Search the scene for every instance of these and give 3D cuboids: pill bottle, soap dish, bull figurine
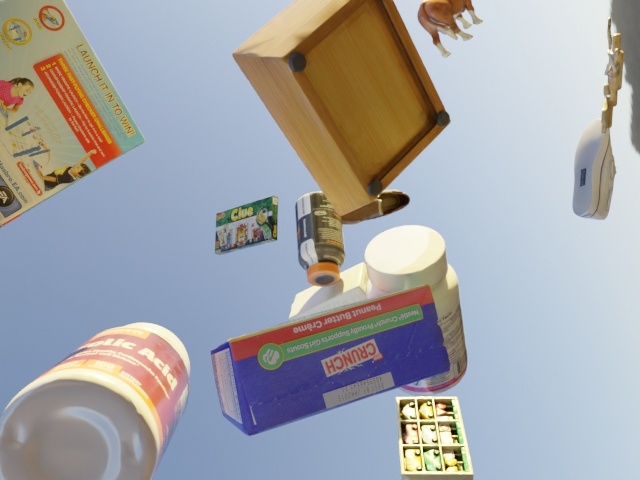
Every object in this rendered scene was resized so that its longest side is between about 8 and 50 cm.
[{"bbox_3d":[0.169,0.125,1.041,0.160,0.160,0.283,-58,-38,-45],"label":"pill bottle"},{"bbox_3d":[-0.342,0.271,0.979,0.392,0.223,0.224,-125,20,-84],"label":"pill bottle"},{"bbox_3d":[0.048,-0.210,0.838,0.229,0.118,0.291,-44,-59,-15],"label":"soap dish"},{"bbox_3d":[0.000,0.000,1.593,0.130,0.130,0.246,35,-140,-45],"label":"pill bottle"},{"bbox_3d":[0.371,-0.663,1.657,0.188,0.101,0.310,49,-123,-18],"label":"bull figurine"}]

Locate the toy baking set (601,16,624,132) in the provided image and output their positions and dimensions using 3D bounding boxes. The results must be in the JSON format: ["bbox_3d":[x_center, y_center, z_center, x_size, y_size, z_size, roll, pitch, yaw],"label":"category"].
[{"bbox_3d":[0.610,-0.344,1.225,0.197,0.030,0.256,-49,-44,-49],"label":"toy baking set"}]

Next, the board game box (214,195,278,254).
[{"bbox_3d":[-0.228,-0.043,1.789,0.030,0.259,0.136,19,-115,-46],"label":"board game box"}]

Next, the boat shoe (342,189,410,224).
[{"bbox_3d":[0.156,-0.108,1.785,0.257,0.095,0.095,-18,-78,-22],"label":"boat shoe"}]

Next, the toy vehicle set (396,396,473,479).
[{"bbox_3d":[0.279,0.495,1.477,0.267,0.165,0.035,-82,-12,-64],"label":"toy vehicle set"}]

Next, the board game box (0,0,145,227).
[{"bbox_3d":[-0.509,-0.229,0.996,0.302,0.086,0.308,-41,-64,-34],"label":"board game box"}]

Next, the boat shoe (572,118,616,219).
[{"bbox_3d":[0.702,-0.177,1.493,0.084,0.095,0.258,14,-94,-17],"label":"boat shoe"}]

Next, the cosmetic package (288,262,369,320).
[{"bbox_3d":[0.036,0.162,1.587,0.086,0.231,0.117,52,-153,-20],"label":"cosmetic package"}]

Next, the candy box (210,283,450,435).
[{"bbox_3d":[-0.009,0.170,0.838,0.268,0.317,0.122,-12,-98,-17],"label":"candy box"}]
